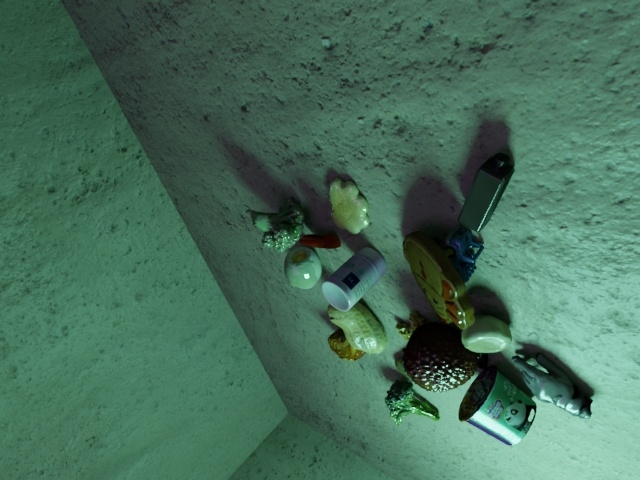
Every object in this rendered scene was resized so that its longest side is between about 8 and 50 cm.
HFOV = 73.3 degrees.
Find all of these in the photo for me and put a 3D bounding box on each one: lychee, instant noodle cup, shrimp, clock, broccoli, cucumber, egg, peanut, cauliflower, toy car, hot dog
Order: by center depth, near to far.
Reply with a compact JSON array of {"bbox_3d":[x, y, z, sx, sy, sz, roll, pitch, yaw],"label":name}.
[{"bbox_3d":[0.471,0.050,1.399,0.100,0.097,0.191,11,131,40],"label":"toy car"},{"bbox_3d":[0.671,0.631,1.622,0.190,0.251,0.251,34,145,10],"label":"instant noodle cup"},{"bbox_3d":[0.616,0.428,1.648,0.053,0.053,0.181,17,133,41],"label":"cucumber"},{"bbox_3d":[0.451,0.453,1.663,0.304,0.276,0.276,-3,120,41],"label":"lychee"},{"bbox_3d":[0.000,0.000,1.923,0.155,0.113,0.061,7,98,46],"label":"clock"},{"bbox_3d":[-0.212,-0.070,1.952,0.315,0.239,0.256,22,144,-19],"label":"cauliflower"},{"bbox_3d":[0.450,0.595,2.020,0.169,0.058,0.296,36,149,9],"label":"shrimp"},{"bbox_3d":[0.183,0.401,2.048,0.174,0.158,0.340,-35,91,19],"label":"peanut"},{"bbox_3d":[-0.082,0.143,2.094,0.183,0.183,0.217,27,148,32],"label":"egg"},{"bbox_3d":[0.442,0.831,2.124,0.275,0.198,0.177,41,146,15],"label":"broccoli"},{"bbox_3d":[0.157,0.544,2.244,0.256,0.150,0.153,-21,96,56],"label":"hot dog"}]

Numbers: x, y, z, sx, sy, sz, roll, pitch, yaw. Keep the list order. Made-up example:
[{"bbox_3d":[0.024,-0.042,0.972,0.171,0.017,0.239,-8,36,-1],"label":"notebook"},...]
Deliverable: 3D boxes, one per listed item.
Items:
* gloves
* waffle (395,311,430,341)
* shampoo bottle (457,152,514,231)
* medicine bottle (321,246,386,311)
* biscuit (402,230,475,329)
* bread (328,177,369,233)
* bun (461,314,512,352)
[{"bbox_3d":[0.785,0.485,1.463,0.285,0.119,0.142,35,114,28],"label":"gloves"},{"bbox_3d":[0.402,0.382,1.860,0.149,0.051,0.194,36,145,19],"label":"waffle"},{"bbox_3d":[0.472,-0.139,1.223,0.079,0.080,0.246,34,144,23],"label":"shampoo bottle"},{"bbox_3d":[0.141,0.154,1.758,0.152,0.254,0.152,31,143,27],"label":"medicine bottle"},{"bbox_3d":[0.402,0.148,1.490,0.359,0.074,0.381,-124,11,-58],"label":"biscuit"},{"bbox_3d":[0.113,-0.127,1.712,0.181,0.039,0.251,27,140,33],"label":"bread"},{"bbox_3d":[0.579,0.321,1.522,0.173,0.113,0.166,-25,134,39],"label":"bun"}]
